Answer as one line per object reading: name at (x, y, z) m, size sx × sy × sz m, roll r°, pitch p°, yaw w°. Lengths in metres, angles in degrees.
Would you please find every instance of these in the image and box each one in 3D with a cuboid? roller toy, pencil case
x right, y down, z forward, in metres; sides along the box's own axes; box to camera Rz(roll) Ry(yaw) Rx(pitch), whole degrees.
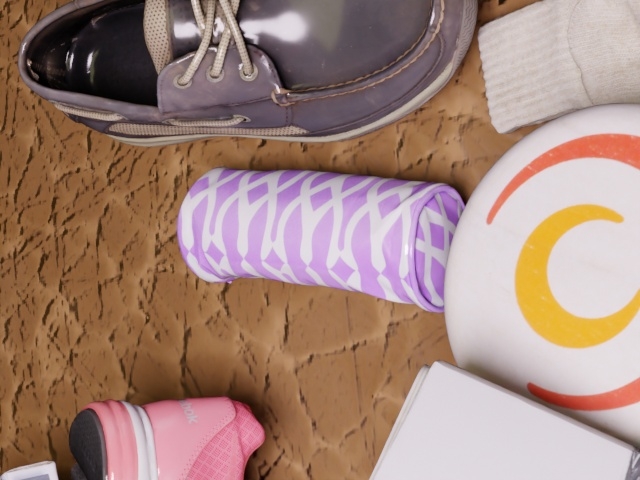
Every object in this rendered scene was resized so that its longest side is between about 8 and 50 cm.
roller toy at (0.176, 0.033, 0.785) m, size 0.209 × 0.146 × 0.191 m, roll -23°, pitch 66°, yaw 30°
pencil case at (0.000, 0.000, 0.952) m, size 0.206 × 0.086 × 0.088 m, roll 6°, pitch 127°, yaw 38°

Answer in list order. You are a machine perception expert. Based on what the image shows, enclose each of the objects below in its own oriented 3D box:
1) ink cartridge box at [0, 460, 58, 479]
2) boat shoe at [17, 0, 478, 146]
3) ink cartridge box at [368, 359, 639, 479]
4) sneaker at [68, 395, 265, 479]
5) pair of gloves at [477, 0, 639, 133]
ink cartridge box at (-0.209, 0.280, 1.062) m, size 0.206 × 0.045 × 0.208 m, roll -39°, pitch 65°, yaw 63°
boat shoe at (-0.063, -0.125, 0.961) m, size 0.355 × 0.130 × 0.132 m, roll -10°, pitch 84°, yaw 38°
ink cartridge box at (0.148, 0.195, 0.718) m, size 0.272 × 0.197 × 0.114 m, roll 24°, pitch 62°, yaw 16°
sneaker at (-0.086, 0.245, 0.993) m, size 0.116 × 0.136 × 0.314 m, roll -135°, pitch 40°, yaw -56°
pair of gloves at (0.160, -0.186, 0.836) m, size 0.204 × 0.042 × 0.240 m, roll -4°, pitch 91°, yaw 47°
